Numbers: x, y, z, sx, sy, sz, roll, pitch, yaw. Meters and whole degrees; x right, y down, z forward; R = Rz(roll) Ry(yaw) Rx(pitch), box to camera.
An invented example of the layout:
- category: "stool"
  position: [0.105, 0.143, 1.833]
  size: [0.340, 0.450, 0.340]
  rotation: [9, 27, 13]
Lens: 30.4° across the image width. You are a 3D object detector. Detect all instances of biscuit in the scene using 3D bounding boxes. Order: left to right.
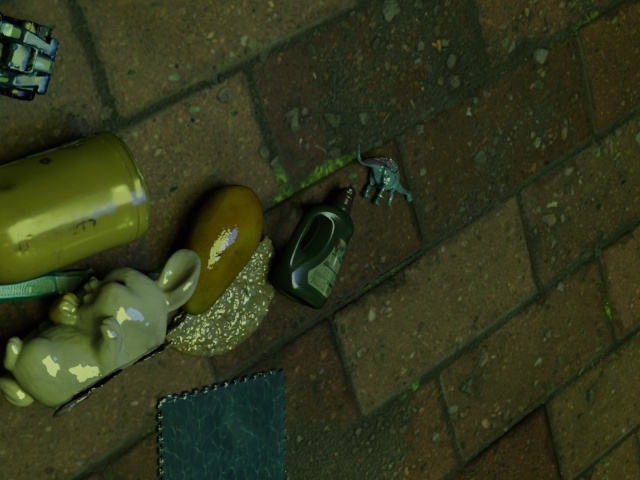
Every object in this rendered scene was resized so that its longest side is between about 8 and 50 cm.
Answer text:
- category: "biscuit"
  position: [-0.149, 0.115, 1.998]
  size: [0.250, 0.032, 0.133]
  rotation: [-45, 126, -20]

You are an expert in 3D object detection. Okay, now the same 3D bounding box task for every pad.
- category: "pad"
  position: [-0.168, 0.372, 2.068]
  size: [0.269, 0.012, 0.270]
  rotation: [-12, 110, -35]

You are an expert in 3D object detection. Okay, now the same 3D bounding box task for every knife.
- category: "knife"
  position: [-0.473, 0.071, 1.742]
  size: [0.296, 0.026, 0.044]
  rotation: [-3, 102, -34]

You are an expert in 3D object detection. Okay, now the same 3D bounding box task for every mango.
- category: "mango"
  position: [-0.167, 0.015, 1.904]
  size: [0.228, 0.099, 0.136]
  rotation: [-64, 156, -7]

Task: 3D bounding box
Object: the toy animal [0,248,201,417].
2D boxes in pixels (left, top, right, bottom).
- category: "toy animal"
  position: [-0.323, 0.134, 1.767]
  size: [0.325, 0.208, 0.154]
  rotation: [-30, 89, -38]

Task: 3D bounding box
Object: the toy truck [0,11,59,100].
- category: "toy truck"
  position: [-0.459, -0.262, 1.593]
  size: [0.208, 0.126, 0.113]
  rotation: [13, 95, -38]

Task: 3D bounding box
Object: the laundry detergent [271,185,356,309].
- category: "laundry detergent"
  position: [0.000, 0.000, 2.040]
  size: [0.144, 0.078, 0.222]
  rotation: [36, 75, -52]

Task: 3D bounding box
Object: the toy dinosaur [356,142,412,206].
- category: "toy dinosaur"
  position: [0.112, -0.109, 2.129]
  size: [0.197, 0.045, 0.080]
  rotation: [39, 65, -45]

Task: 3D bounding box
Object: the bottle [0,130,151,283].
- category: "bottle"
  position: [-0.430, -0.028, 1.658]
  size: [0.351, 0.171, 0.172]
  rotation: [-22, 115, -29]
